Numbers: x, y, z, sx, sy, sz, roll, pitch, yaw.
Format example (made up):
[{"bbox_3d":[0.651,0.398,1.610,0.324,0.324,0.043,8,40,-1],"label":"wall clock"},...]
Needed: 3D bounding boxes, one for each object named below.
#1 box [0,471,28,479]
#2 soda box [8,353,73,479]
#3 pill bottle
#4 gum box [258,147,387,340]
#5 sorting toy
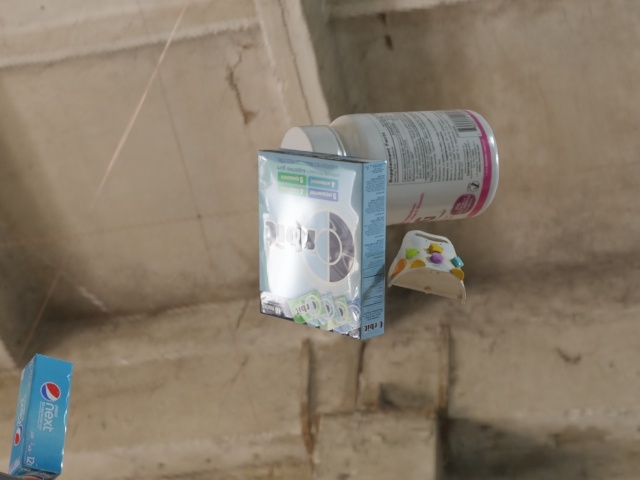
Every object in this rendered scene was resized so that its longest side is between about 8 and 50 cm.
[{"bbox_3d":[-0.424,0.294,0.581,0.480,0.472,0.297,21,-72,-13],"label":"box"},{"bbox_3d":[-0.471,0.303,1.944,0.071,0.210,0.067,19,-40,-27],"label":"soda box"},{"bbox_3d":[0.095,-0.101,1.631,0.283,0.160,0.160,-5,-50,-24],"label":"pill bottle"},{"bbox_3d":[0.000,0.000,1.227,0.157,0.041,0.184,10,-75,43],"label":"gum box"},{"bbox_3d":[0.115,0.019,1.200,0.083,0.075,0.045,13,-52,-8],"label":"sorting toy"}]
